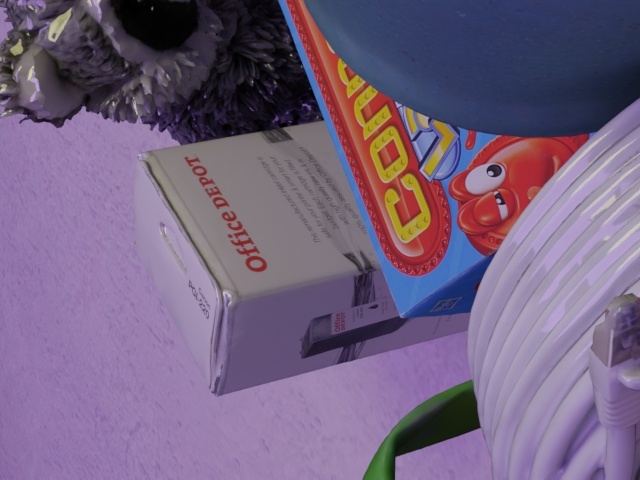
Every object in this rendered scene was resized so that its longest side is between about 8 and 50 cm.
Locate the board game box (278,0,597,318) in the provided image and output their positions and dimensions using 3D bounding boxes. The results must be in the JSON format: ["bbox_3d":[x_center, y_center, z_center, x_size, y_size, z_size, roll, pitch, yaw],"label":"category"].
[{"bbox_3d":[0.105,-0.160,0.644,0.302,0.086,0.308,-41,63,46],"label":"board game box"}]

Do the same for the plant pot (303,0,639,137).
[{"bbox_3d":[0.075,-0.174,0.384,0.255,0.271,0.272,86,162,-62],"label":"plant pot"}]

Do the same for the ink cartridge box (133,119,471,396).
[{"bbox_3d":[0.000,0.000,0.845,0.159,0.217,0.092,55,145,41],"label":"ink cartridge box"}]

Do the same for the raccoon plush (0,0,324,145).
[{"bbox_3d":[-0.129,-0.103,0.971,0.216,0.299,0.446,61,151,29],"label":"raccoon plush"}]

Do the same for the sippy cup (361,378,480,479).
[{"bbox_3d":[0.155,0.217,0.607,0.240,0.224,0.306,-5,95,65],"label":"sippy cup"}]

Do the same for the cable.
[{"bbox_3d":[0.176,0.032,0.456,0.257,0.257,0.089,97,154,-49],"label":"cable"}]
